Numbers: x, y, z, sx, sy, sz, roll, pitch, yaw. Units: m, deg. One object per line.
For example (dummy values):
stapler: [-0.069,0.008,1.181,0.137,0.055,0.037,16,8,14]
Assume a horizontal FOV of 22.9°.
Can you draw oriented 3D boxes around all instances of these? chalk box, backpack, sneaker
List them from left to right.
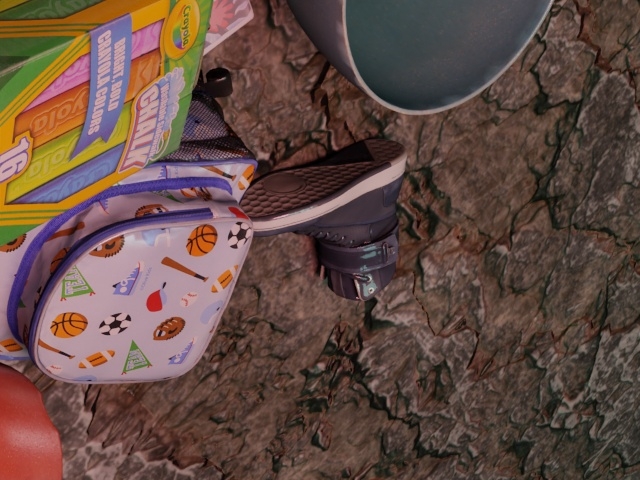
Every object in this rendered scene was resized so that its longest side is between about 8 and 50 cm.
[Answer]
chalk box: [-0.202,-0.150,1.171,0.289,0.180,0.179,-35,153,-42]
backpack: [-0.202,-0.002,1.328,0.263,0.213,0.276,2,125,-30]
sneaker: [0.002,0.001,1.645,0.226,0.086,0.163,-21,127,-38]

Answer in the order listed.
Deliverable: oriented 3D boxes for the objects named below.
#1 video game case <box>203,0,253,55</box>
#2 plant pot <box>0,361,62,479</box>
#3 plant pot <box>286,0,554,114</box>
video game case: [-0.158,-0.211,1.375,0.201,0.023,0.183,-40,140,-20]
plant pot: [-0.366,0.183,1.263,0.272,0.272,0.265,-61,150,6]
plant pot: [0.064,-0.285,1.419,0.290,0.195,0.290,-27,134,-32]
